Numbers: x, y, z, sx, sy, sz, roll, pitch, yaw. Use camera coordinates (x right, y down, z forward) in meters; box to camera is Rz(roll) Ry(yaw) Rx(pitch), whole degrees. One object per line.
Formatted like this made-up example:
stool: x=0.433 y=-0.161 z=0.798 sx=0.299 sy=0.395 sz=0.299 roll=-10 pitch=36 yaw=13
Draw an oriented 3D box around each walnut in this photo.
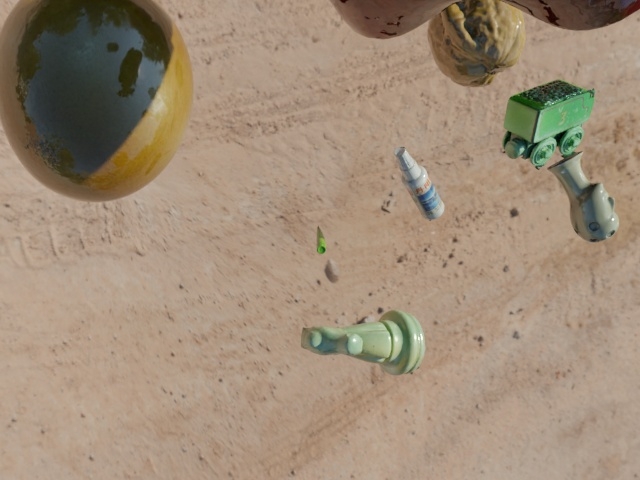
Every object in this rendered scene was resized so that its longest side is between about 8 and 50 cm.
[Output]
walnut: x=0.371 y=-0.509 z=1.278 sx=0.257 sy=0.224 sz=0.257 roll=22 pitch=51 yaw=-29

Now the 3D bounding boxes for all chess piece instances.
chess piece: x=0.103 y=0.256 z=1.333 sx=0.298 sy=0.175 sz=0.176 roll=7 pitch=94 yaw=-28

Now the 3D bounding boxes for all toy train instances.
toy train: x=0.576 y=-0.302 z=1.342 sx=0.243 sy=0.132 sz=0.188 roll=-22 pitch=134 yaw=-22

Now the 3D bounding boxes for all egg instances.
egg: x=-0.342 y=-0.233 z=0.812 sx=0.282 sy=0.282 sz=0.351 roll=11 pitch=77 yaw=-22

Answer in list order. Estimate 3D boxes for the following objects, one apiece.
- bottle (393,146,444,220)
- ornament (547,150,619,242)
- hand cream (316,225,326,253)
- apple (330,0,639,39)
bottle: x=0.212 y=-0.125 z=1.156 sx=0.060 sy=0.060 sz=0.217 roll=-52 pitch=135 yaw=-8
ornament: x=0.456 y=-0.072 z=0.905 sx=0.075 sy=0.081 sz=0.156 roll=-28 pitch=91 yaw=-44
hand cream: x=0.000 y=0.000 z=1.280 sx=0.023 sy=0.122 sz=0.036 roll=-16 pitch=111 yaw=3
apple: x=0.171 y=-0.358 z=0.487 sx=0.328 sy=0.295 sz=0.365 roll=25 pitch=78 yaw=-7
